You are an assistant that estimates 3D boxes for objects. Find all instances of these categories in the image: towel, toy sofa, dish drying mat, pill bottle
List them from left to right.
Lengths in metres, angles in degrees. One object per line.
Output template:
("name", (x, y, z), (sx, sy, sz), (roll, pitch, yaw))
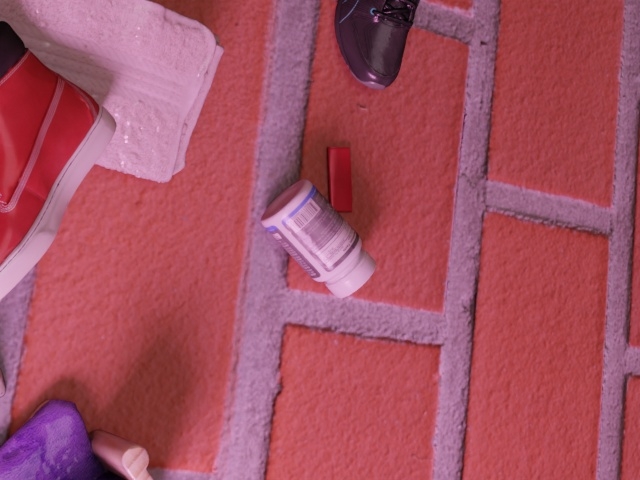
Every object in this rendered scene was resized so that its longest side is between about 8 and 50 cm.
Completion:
("toy sofa", (-0.318, 0.324, 0.870), (0.362, 0.150, 0.177), (-39, 104, -25))
("towel", (-0.243, -0.173, 0.950), (0.282, 0.049, 0.187), (12, 104, -37))
("pill bottle", (0.000, 0.000, 1.106), (0.137, 0.078, 0.078), (48, 67, -16))
("dish drying mat", (0.024, -0.077, 1.166), (0.032, 0.008, 0.083), (0, 86, -27))

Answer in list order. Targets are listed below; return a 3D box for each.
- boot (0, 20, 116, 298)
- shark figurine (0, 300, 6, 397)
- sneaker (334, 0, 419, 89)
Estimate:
("boot", (-0.311, -0.073, 0.834), (0.176, 0.088, 0.244), (44, 56, -38))
("shark figurine", (-0.382, 0.021, 0.900), (0.166, 0.116, 0.278), (4, 91, -61))
("sneaker", (0.084, -0.328, 1.168), (0.101, 0.106, 0.267), (7, 83, -28))
